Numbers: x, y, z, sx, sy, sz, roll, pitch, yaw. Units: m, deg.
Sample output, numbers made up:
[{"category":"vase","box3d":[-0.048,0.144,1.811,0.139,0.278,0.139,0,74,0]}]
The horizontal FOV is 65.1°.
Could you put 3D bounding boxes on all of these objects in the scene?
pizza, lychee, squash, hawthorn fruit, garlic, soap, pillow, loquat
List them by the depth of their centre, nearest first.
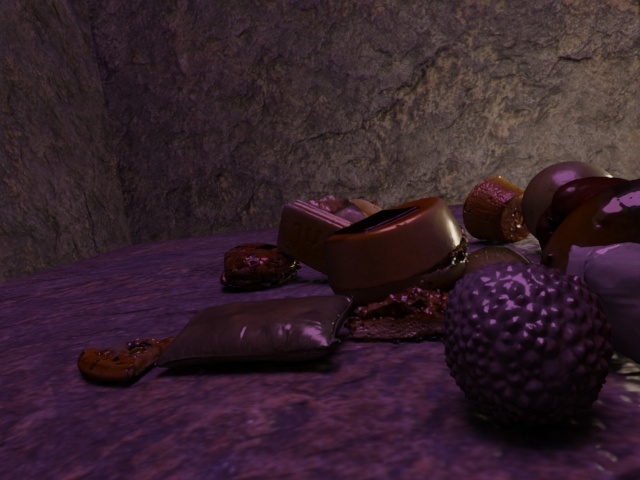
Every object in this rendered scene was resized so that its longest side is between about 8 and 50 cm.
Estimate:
[{"category":"lychee","box3d":[0.206,0.093,0.515,0.165,0.165,0.198,-5,42,26]},{"category":"loquat","box3d":[0.421,0.016,0.701,0.227,0.179,0.179,-52,-11,21]},{"category":"pillow","box3d":[-0.097,0.144,0.810,0.302,0.075,0.185,-9,15,17]},{"category":"pizza","box3d":[0.131,0.114,0.814,0.193,0.069,0.154,-9,7,0]},{"category":"pizza","box3d":[-0.308,0.192,0.842,0.176,0.036,0.184,-13,9,-33]},{"category":"hawthorn fruit","box3d":[0.529,-0.009,0.899,0.247,0.208,0.208,5,6,-4]},{"category":"squash","box3d":[0.368,0.047,1.020,0.191,0.085,0.184,0,11,40]},{"category":"soap","box3d":[0.000,0.000,1.280,0.231,0.140,0.073,25,27,31]},{"category":"garlic","box3d":[0.120,-0.042,1.526,0.285,0.250,0.313,-23,-22,33]}]

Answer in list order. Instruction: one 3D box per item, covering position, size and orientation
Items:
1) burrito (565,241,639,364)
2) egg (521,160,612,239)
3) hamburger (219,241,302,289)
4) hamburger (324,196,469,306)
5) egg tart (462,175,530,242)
[{"category":"burrito","box3d":[0.413,0.091,0.438,0.101,0.139,0.445,-6,10,-24]},{"category":"egg","box3d":[0.629,-0.083,1.243,0.218,0.219,0.295,-1,-3,44]},{"category":"hamburger","box3d":[-0.172,0.071,1.388,0.230,0.107,0.231,-1,8,0]},{"category":"hamburger","box3d":[0.152,0.031,0.993,0.299,0.176,0.300,-19,8,3]},{"category":"egg tart","box3d":[0.544,-0.079,1.487,0.202,0.203,0.147,-11,21,-18]}]
